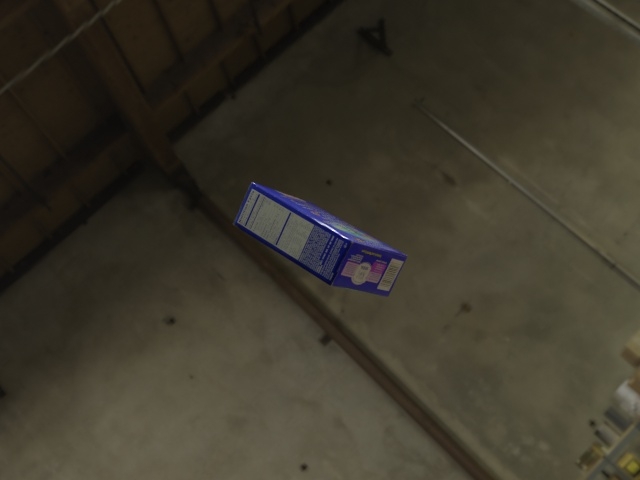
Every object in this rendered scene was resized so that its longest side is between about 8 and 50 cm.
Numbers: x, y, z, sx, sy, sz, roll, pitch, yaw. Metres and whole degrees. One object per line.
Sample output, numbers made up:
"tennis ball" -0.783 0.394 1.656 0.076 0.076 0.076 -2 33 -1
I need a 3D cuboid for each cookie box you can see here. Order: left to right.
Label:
"cookie box" 0.000 0.000 0.702 0.092 0.107 0.040 15 -77 -57
